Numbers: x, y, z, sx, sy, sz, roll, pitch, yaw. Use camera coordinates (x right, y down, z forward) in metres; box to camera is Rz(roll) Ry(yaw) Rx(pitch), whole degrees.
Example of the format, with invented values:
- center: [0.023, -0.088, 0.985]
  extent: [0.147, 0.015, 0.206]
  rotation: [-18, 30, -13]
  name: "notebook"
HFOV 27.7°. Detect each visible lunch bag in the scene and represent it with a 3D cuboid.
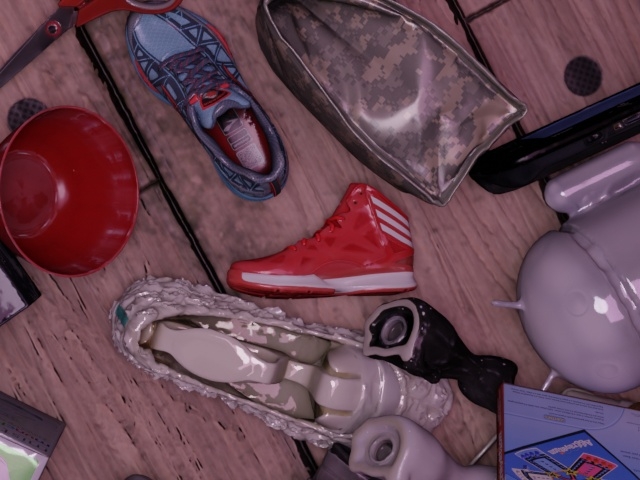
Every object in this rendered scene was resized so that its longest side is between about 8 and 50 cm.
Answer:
- center: [0.052, -0.187, 1.395]
  extent: [0.287, 0.235, 0.169]
  rotation: [40, 91, -7]
  name: "lunch bag"

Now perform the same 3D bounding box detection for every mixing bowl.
- center: [-0.296, -0.051, 1.400]
  extent: [0.181, 0.098, 0.182]
  rotation: [1, 89, -48]
  name: "mixing bowl"

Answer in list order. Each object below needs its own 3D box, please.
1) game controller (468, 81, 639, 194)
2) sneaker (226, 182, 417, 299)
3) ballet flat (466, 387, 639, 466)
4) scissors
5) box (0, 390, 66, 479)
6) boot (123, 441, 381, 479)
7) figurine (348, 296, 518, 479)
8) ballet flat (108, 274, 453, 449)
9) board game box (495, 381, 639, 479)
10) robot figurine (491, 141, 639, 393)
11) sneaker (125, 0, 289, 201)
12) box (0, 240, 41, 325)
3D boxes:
- center: [0.320, -0.138, 1.467]
  extent: [0.319, 0.166, 0.067]
  rotation: [-25, 88, -7]
  name: "game controller"
- center: [0.000, 0.000, 1.478]
  extent: [0.221, 0.087, 0.128]
  rotation: [1, 82, -20]
  name: "sneaker"
- center: [0.274, 0.249, 1.509]
  extent: [0.342, 0.116, 0.124]
  rotation: [-28, 77, -3]
  name: "ballet flat"
- center: [-0.281, -0.250, 1.407]
  extent: [0.297, 0.021, 0.109]
  rotation: [-24, 111, 13]
  name: "scissors"
- center: [-0.383, 0.294, 1.344]
  extent: [0.126, 0.231, 0.262]
  rotation: [27, 86, -7]
  name: "box"
- center: [-0.045, 0.303, 1.439]
  extent: [0.338, 0.118, 0.223]
  rotation: [38, 96, -18]
  name: "boot"
- center: [0.141, 0.197, 1.416]
  extent: [0.209, 0.092, 0.215]
  rotation: [28, 59, -36]
  name: "figurine"
- center: [-0.040, 0.151, 1.440]
  extent: [0.408, 0.147, 0.147]
  rotation: [16, 89, -9]
  name: "ballet flat"
- center: [0.325, 0.246, 1.403]
  extent: [0.281, 0.027, 0.145]
  rotation: [12, 51, -9]
  name: "board game box"
- center: [0.370, 0.041, 1.460]
  extent: [0.353, 0.200, 0.300]
  rotation: [-28, 87, -7]
  name: "robot figurine"
- center: [-0.114, -0.162, 1.427]
  extent: [0.104, 0.125, 0.262]
  rotation: [-39, 96, -6]
  name: "sneaker"
- center: [-0.382, 0.025, 1.375]
  extent: [0.093, 0.158, 0.156]
  rotation: [-34, 96, -5]
  name: "box"
